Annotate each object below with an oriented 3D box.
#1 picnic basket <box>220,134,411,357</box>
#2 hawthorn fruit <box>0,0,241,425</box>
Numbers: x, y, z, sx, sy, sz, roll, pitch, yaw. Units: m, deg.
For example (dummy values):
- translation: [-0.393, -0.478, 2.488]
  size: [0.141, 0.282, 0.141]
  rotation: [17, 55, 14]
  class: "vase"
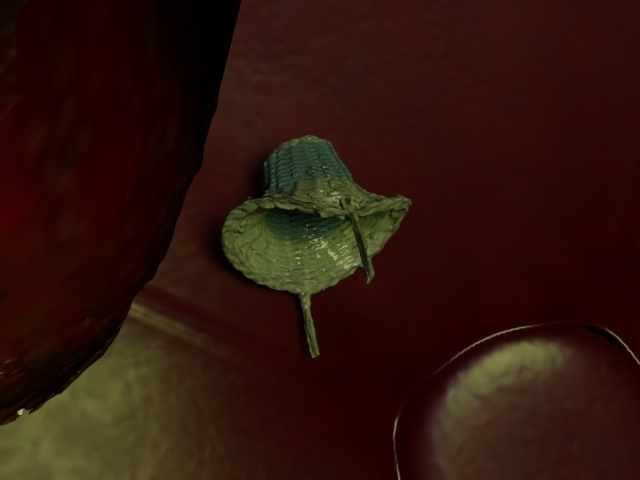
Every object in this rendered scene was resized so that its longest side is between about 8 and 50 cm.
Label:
- translation: [0.000, 0.000, 0.714]
  size: [0.083, 0.065, 0.083]
  rotation: [-2, 55, -30]
  class: "picnic basket"
- translation: [-0.171, -0.065, 0.536]
  size: [0.316, 0.316, 0.316]
  rotation: [5, 75, -19]
  class: "hawthorn fruit"
